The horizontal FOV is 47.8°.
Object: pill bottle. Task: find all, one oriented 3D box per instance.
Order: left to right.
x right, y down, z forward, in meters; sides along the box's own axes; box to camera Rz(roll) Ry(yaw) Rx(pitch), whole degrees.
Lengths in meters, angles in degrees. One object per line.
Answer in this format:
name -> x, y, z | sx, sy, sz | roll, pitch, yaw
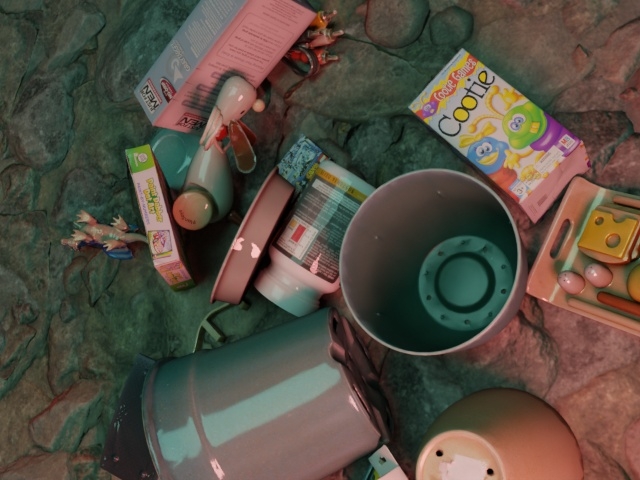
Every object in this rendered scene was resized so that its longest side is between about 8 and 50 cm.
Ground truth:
pill bottle -> 0.000, 0.000, 1.372 | 0.162, 0.162, 0.278 | 35, 94, 29

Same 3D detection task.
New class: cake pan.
cake pan -> -0.125, -0.001, 1.389 | 0.054, 0.293, 0.293 | 26, 90, -1

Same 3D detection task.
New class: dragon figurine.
dragon figurine -> -0.471, -0.006, 1.655 | 0.289, 0.144, 0.085 | 8, 79, 9

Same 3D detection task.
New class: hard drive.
hard drive -> -0.357, 0.384, 1.523 | 0.172, 0.054, 0.254 | 16, 86, 29

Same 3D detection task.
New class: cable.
cable -> -0.078, -0.423, 1.591 | 0.287, 0.072, 0.139 | 5, 97, 40

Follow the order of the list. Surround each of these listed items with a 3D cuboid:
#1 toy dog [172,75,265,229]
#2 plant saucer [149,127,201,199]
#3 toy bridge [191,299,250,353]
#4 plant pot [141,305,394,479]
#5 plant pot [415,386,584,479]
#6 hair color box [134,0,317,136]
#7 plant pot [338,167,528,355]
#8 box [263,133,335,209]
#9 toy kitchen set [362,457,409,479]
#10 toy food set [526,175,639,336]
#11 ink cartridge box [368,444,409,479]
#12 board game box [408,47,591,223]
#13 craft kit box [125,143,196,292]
toy dog -> -0.186, -0.151, 1.499 | 0.220, 0.161, 0.333 | -84, 20, -52
plant saucer -> -0.341, -0.191, 1.662 | 0.195, 0.037, 0.194 | -7, 75, 26
toy bridge -> -0.225, 0.189, 1.519 | 0.063, 0.026, 0.188 | 41, 98, 31
plant pot -> -0.073, 0.295, 1.264 | 0.334, 0.341, 0.341 | -27, 67, 10
plant pot -> 0.250, 0.350, 1.098 | 0.257, 0.274, 0.256 | -6, 76, 25
hair color box -> -0.202, -0.391, 1.512 | 0.374, 0.185, 0.113 | -46, 62, 24
plant pot -> 0.212, 0.052, 1.211 | 0.293, 0.235, 0.292 | -6, 76, 26
box -> -0.045, -0.141, 1.505 | 0.137, 0.027, 0.094 | -50, 60, 8
toy kitchen set -> 0.037, 0.442, 1.222 | 0.122, 0.207, 0.166 | 25, 89, 28
toy food set -> 0.487, 0.027, 1.120 | 0.306, 0.092, 0.219 | 23, 88, 48
ink cartridge box -> 0.116, 0.423, 1.131 | 0.062, 0.104, 0.181 | -25, 69, -25
board game box -> 0.313, -0.183, 1.268 | 0.142, 0.144, 0.275 | -48, 63, 9
craft kit box -> -0.325, -0.037, 1.487 | 0.061, 0.250, 0.246 | -13, 76, -6
